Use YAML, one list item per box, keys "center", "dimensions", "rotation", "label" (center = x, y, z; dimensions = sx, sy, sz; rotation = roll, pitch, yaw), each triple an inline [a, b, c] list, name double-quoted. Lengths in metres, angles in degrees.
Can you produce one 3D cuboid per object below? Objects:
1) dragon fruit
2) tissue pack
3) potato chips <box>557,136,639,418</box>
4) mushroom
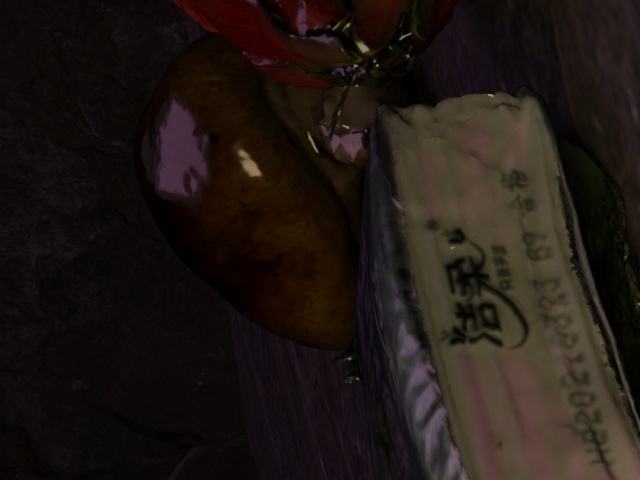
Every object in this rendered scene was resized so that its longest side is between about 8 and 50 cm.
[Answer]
- center: [-0.004, -0.183, 0.689]
  dimensions: [0.233, 0.234, 0.293]
  rotation: [92, -179, -53]
  label: "dragon fruit"
- center: [0.092, 0.103, 0.719]
  dimensions: [0.361, 0.122, 0.259]
  rotation: [92, 166, -63]
  label: "tissue pack"
- center: [0.155, 0.039, 0.644]
  dimensions: [0.142, 0.026, 0.209]
  rotation: [159, 100, -83]
  label: "potato chips"
- center: [-0.010, -0.062, 1.068]
  dimensions: [0.345, 0.260, 0.345]
  rotation: [58, -163, -28]
  label: "mushroom"
